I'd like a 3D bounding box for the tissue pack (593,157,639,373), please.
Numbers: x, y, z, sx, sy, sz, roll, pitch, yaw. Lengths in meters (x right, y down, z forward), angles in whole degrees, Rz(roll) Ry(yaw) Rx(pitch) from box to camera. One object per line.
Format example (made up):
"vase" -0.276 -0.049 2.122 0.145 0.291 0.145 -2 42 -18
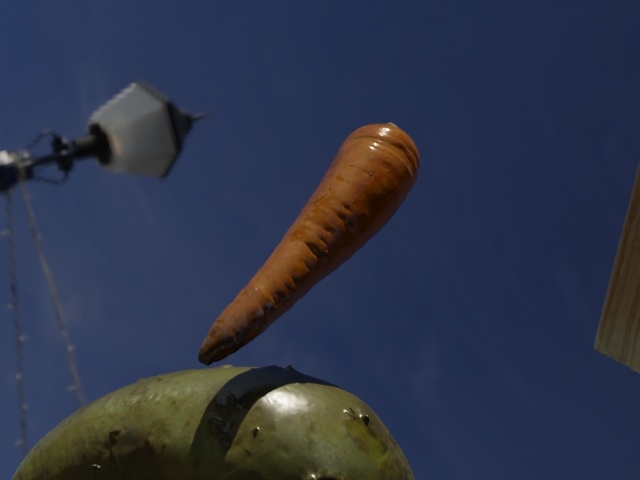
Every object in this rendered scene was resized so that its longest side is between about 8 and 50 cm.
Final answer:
"tissue pack" 0.263 -0.079 0.835 0.071 0.170 0.325 24 -49 26

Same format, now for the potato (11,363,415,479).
"potato" -0.077 0.188 0.889 0.307 0.173 0.210 -10 -40 18

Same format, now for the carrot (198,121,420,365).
"carrot" 0.000 0.000 0.864 0.061 0.257 0.061 21 -41 20
